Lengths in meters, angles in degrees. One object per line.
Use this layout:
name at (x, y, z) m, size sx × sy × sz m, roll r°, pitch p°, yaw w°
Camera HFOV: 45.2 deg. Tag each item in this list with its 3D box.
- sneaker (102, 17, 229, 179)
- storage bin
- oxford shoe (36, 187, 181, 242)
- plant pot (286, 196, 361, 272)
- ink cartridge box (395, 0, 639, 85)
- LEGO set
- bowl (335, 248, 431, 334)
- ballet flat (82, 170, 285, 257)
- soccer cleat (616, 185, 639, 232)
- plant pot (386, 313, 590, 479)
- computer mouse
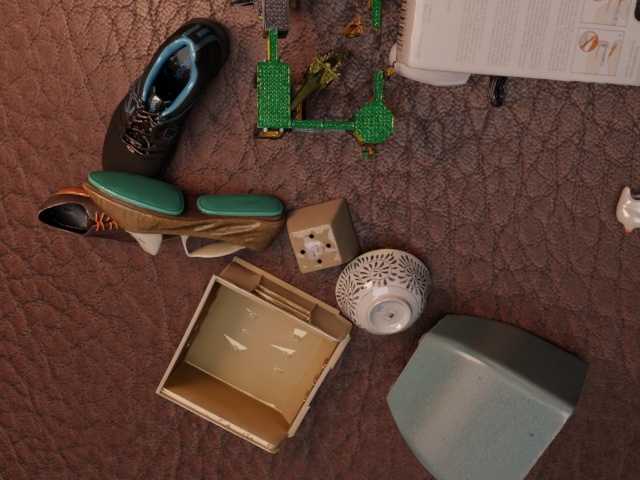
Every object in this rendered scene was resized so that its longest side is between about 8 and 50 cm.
sneaker at (-0.281, -0.215, 1.269) m, size 0.125 × 0.139 × 0.340 m, roll 32°, pitch 112°, yaw -5°
storage bin at (-0.114, 0.209, 1.388) m, size 0.260 × 0.123 × 0.262 m, roll 28°, pitch 110°, yaw 0°
oxford shoe at (-0.365, -0.033, 1.363) m, size 0.272 × 0.098 × 0.096 m, roll 3°, pitch 108°, yaw 8°
plant pot at (0.000, 0.000, 1.315) m, size 0.109 × 0.096 × 0.108 m, roll -14°, pitch 105°, yaw 13°
ink cartridge box at (0.318, -0.391, 1.104) m, size 0.385 × 0.091 × 0.308 m, roll 2°, pitch 109°, yaw -10°
LEGO set at (-0.007, -0.283, 1.207) m, size 0.255 × 0.192 × 0.331 m, roll -9°, pitch 93°, yaw -7°
bowl at (0.113, 0.106, 1.314) m, size 0.170 × 0.080 × 0.170 m, roll -2°, pitch 122°, yaw -4°
ballet flat at (-0.231, -0.031, 1.303) m, size 0.343 × 0.116 × 0.124 m, roll 6°, pitch 120°, yaw -19°
soccer cleat at (0.576, -0.047, 1.223) m, size 0.196 × 0.068 × 0.076 m, roll 4°, pitch 105°, yaw 11°
plant pot at (0.264, 0.262, 1.291) m, size 0.252 × 0.247 × 0.247 m, roll 35°, pitch 111°, yaw 16°
computer mouse at (0.202, -0.274, 1.216) m, size 0.193 × 0.042 × 0.106 m, roll 8°, pitch 120°, yaw 8°
